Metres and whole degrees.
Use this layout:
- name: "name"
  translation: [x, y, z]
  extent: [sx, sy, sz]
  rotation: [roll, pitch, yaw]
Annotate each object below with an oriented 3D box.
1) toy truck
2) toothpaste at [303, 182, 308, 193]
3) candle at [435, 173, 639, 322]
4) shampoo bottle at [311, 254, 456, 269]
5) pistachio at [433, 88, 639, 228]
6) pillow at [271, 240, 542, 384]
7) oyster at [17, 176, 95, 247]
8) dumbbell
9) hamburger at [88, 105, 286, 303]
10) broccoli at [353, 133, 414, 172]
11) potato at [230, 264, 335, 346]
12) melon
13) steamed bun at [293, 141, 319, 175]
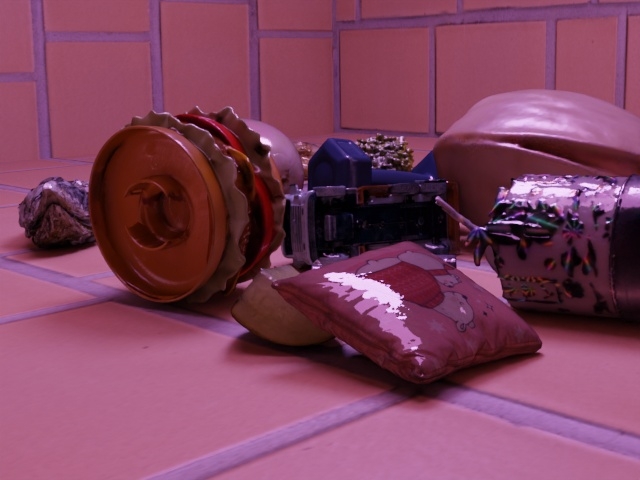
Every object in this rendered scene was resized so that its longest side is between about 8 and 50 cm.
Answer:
- name: "toy truck"
  translation: [0.075, -0.031, 1.588]
  extent: [0.305, 0.136, 0.162]
  rotation: [-5, 4, -32]
- name: "toothpaste"
  translation: [0.006, -0.111, 2.221]
  extent: [0.323, 0.066, 0.100]
  rotation: [-2, 14, 21]
- name: "candle"
  translation: [0.303, 0.002, 1.230]
  extent: [0.330, 0.187, 0.187]
  rotation: [4, 12, 30]
- name: "shampoo bottle"
  translation: [0.089, 0.047, 1.357]
  extent: [0.208, 0.057, 0.063]
  rotation: [0, 11, 4]
- name: "pistachio"
  translation: [0.413, -0.111, 1.658]
  extent: [0.446, 0.281, 0.365]
  rotation: [14, -6, 16]
- name: "pillow"
  translation: [0.100, 0.076, 1.058]
  extent: [0.236, 0.084, 0.223]
  rotation: [-9, 35, -43]
- name: "oyster"
  translation: [-0.477, -0.057, 1.784]
  extent: [0.162, 0.158, 0.351]
  rotation: [-37, 2, -6]
- name: "dumbbell"
  translation: [0.136, -0.102, 1.793]
  extent: [0.316, 0.156, 0.144]
  rotation: [2, 0, -31]
- name: "hamburger"
  translation: [-0.172, -0.054, 1.351]
  extent: [0.274, 0.274, 0.212]
  rotation: [6, 14, 33]
- name: "broccoli"
  translation: [0.104, -0.138, 2.005]
  extent: [0.243, 0.180, 0.273]
  rotation: [6, 12, 4]
- name: "potato"
  translation: [-0.032, 0.094, 1.146]
  extent: [0.120, 0.081, 0.149]
  rotation: [37, 7, 8]
- name: "melon"
  translation: [-0.172, -0.136, 1.918]
  extent: [0.223, 0.223, 0.317]
  rotation: [-10, 16, -40]
- name: "steamed bun"
  translation: [-0.110, -0.220, 2.701]
  extent: [0.177, 0.106, 0.192]
  rotation: [5, -4, -33]
